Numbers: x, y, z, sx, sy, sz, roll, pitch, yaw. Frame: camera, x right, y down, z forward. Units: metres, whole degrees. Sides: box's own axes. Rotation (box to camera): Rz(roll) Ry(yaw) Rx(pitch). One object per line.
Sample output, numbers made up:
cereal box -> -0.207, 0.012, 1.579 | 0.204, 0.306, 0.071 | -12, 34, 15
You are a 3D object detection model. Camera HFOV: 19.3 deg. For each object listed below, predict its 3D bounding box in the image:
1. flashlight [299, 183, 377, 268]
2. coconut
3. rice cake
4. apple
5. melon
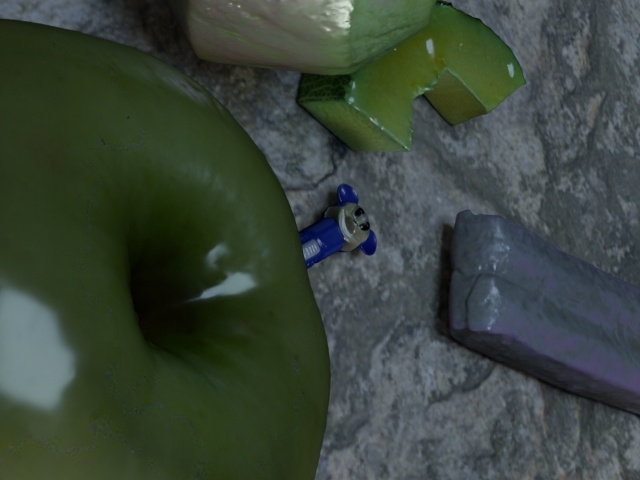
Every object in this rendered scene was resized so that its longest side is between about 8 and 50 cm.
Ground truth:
flashlight -> 0.000, 0.000, 1.346 | 0.121, 0.035, 0.057 | -29, 98, -47
coconut -> -0.025, -0.222, 1.294 | 0.204, 0.236, 0.236 | -45, 112, -82
rice cake -> 0.214, 0.070, 1.525 | 0.298, 0.050, 0.106 | 24, 60, -38
apple -> -0.178, 0.064, 0.931 | 0.357, 0.357, 0.357 | 18, 64, -40
melon -> 0.071, -0.128, 1.448 | 0.209, 0.064, 0.118 | -34, 105, -43
